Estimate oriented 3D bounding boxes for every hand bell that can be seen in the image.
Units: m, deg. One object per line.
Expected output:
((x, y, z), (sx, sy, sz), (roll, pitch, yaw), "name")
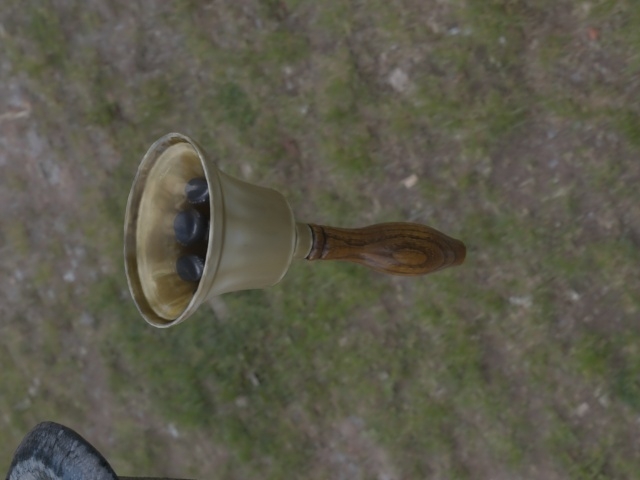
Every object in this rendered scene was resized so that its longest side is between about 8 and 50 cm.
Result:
((0.000, 0.000, 0.915), (0.126, 0.242, 0.126), (-9, 80, 56), "hand bell")

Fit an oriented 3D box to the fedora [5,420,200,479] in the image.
((-0.136, 0.282, 1.046), (0.334, 0.152, 0.334), (20, 114, 58), "fedora")
